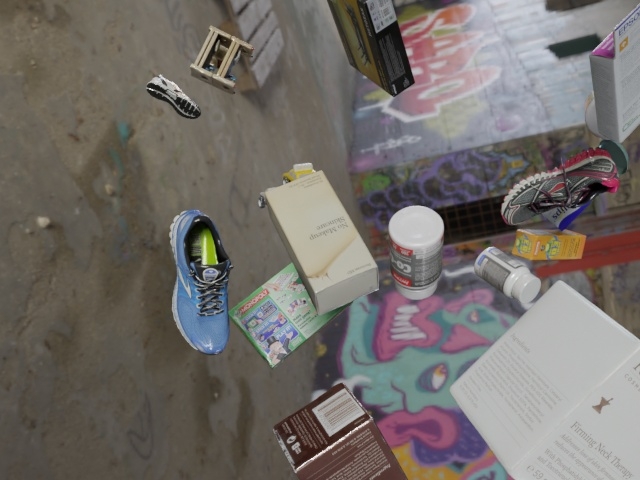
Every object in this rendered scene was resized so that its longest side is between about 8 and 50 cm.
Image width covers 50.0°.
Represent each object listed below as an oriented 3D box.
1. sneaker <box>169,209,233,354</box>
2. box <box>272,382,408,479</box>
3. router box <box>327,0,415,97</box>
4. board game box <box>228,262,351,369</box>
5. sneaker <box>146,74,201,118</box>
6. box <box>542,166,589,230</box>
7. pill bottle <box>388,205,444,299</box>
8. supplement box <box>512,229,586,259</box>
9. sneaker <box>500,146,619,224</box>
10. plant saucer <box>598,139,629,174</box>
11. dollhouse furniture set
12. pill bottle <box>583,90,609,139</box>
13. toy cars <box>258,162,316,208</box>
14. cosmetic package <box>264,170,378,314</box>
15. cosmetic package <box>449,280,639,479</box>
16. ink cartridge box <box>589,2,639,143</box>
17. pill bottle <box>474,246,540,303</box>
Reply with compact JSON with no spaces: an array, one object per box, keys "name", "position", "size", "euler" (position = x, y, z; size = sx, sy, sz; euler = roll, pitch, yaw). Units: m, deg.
[{"name":"sneaker","position":[-0.264,0.094,1.523],"size":[0.147,0.129,0.330],"euler":[176,-96,-68]},{"name":"box","position":[0.043,0.415,1.285],"size":[0.203,0.167,0.168],"euler":[62,-10,-19]},{"name":"router box","position":[0.127,-0.573,1.866],"size":[0.243,0.081,0.309],"euler":[49,-9,44]},{"name":"board game box","position":[-0.088,0.202,2.049],"size":[0.213,0.317,0.046],"euler":[48,-18,14]},{"name":"sneaker","position":[-0.263,-0.266,1.260],"size":[0.109,0.040,0.044],"euler":[35,40,-19]},{"name":"box","position":[0.697,-0.121,2.006],"size":[0.137,0.126,0.072],"euler":[41,16,2]},{"name":"pill bottle","position":[0.288,0.046,2.075],"size":[0.283,0.161,0.161],"euler":[81,6,-49]},{"name":"supplement box","position":[0.661,0.013,1.981],"size":[0.080,0.233,0.078],"euler":[27,-67,54]},{"name":"sneaker","position":[0.594,-0.119,1.725],"size":[0.120,0.299,0.112],"euler":[29,40,-45]},{"name":"plant saucer","position":[0.878,-0.253,2.043],"size":[0.119,0.021,0.119],"euler":[60,-8,14]},{"name":"dollhouse furniture set","position":[-0.270,-0.470,1.884],"size":[0.183,0.128,0.130],"euler":[143,-29,-78]},{"name":"pill bottle","position":[0.747,-0.339,1.781],"size":[0.208,0.119,0.119],"euler":[-46,125,-62]},{"name":"toy cars","position":[-0.087,-0.167,2.122],"size":[0.394,0.176,0.087],"euler":[-52,144,-62]},{"name":"cosmetic package","position":[0.000,0.000,1.614],"size":[0.113,0.160,0.310],"euler":[82,-18,-56]},{"name":"cosmetic package","position":[0.590,0.381,1.609],"size":[0.329,0.394,0.327],"euler":[40,7,-24]},{"name":"ink cartridge box","position":[0.645,-0.400,1.302],"size":[0.071,0.324,0.330],"euler":[42,-6,38]},{"name":"pill bottle","position":[0.415,0.078,1.525],"size":[0.137,0.078,0.078],"euler":[41,-20,45]}]
